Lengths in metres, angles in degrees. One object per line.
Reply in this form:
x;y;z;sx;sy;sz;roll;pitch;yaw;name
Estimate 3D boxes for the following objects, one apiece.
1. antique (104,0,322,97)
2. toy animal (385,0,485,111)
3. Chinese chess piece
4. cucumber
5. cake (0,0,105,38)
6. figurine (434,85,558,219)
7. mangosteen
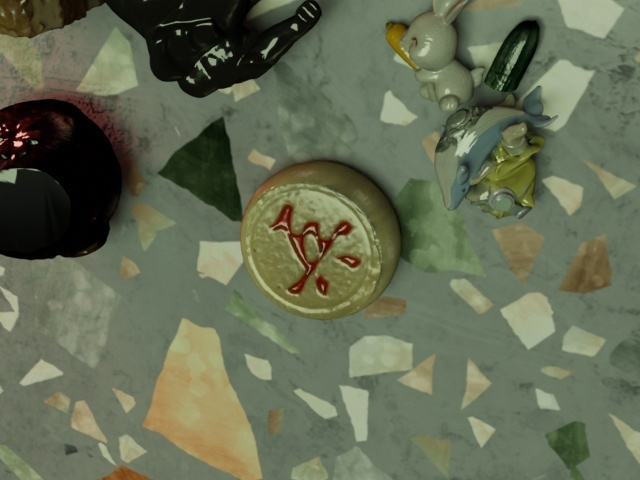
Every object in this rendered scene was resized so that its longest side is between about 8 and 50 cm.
-0.173;-0.361;1.649;0.322;0.185;0.255;42;119;-9;antique
0.163;-0.282;1.619;0.127;0.131;0.181;-20;118;-4;toy animal
0.000;0.000;1.807;0.250;0.103;0.249;8;116;18;Chinese chess piece
0.265;-0.252;1.602;0.048;0.048;0.105;29;121;7;cucumber
-0.447;-0.444;1.659;0.256;0.290;0.282;13;122;17;cake
0.245;-0.116;1.632;0.184;0.128;0.208;37;113;-26;figurine
-0.446;-0.074;1.874;0.288;0.233;0.287;-1;117;-2;mangosteen
